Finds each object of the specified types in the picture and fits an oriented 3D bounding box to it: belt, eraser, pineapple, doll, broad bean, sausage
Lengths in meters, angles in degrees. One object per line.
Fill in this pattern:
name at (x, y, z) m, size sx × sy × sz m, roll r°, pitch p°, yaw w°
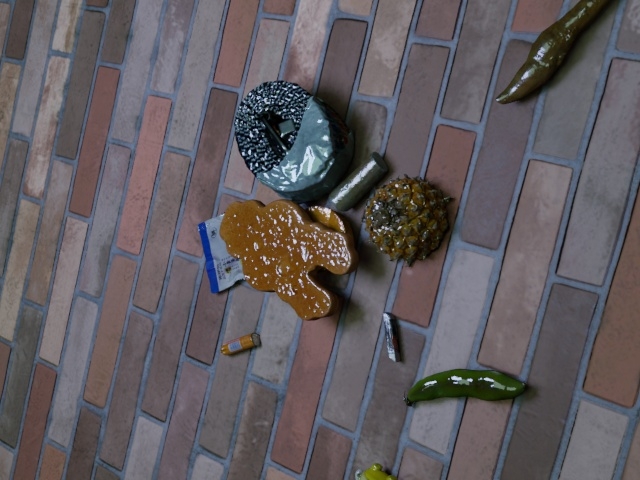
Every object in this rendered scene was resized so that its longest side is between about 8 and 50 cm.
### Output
belt at (-0.053, -0.202, 1.801) m, size 0.207 × 0.150 × 0.257 m, roll -42°, pitch 66°, yaw 14°
eraser at (0.141, 0.188, 1.715) m, size 0.019 × 0.027 × 0.099 m, roll -11°, pitch 80°, yaw 32°
pineapple at (0.144, -0.044, 1.660) m, size 0.161 × 0.137 × 0.176 m, roll 48°, pitch 114°, yaw 27°
doll at (0.092, 0.516, 1.707) m, size 0.106 × 0.062 × 0.162 m, roll 35°, pitch 106°, yaw 35°
broad bean at (0.261, 0.268, 1.616) m, size 0.254 × 0.046 × 0.065 m, roll -12°, pitch 87°, yaw 35°
sausage at (-0.182, 0.230, 1.931) m, size 0.107 × 0.031 × 0.031 m, roll -21°, pitch 76°, yaw 32°

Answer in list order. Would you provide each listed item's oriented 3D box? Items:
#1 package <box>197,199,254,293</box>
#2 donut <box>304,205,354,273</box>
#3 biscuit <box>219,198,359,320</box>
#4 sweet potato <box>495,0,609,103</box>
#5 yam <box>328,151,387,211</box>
package at (-0.195, 0.016, 1.955) m, size 0.173 × 0.027 × 0.171 m, roll -22°, pitch 75°, yaw 28°
donut at (0.000, 0.000, 1.804) m, size 0.152 × 0.058 × 0.152 m, roll -2°, pitch 86°, yaw 33°
biscuit at (-0.072, 0.022, 1.787) m, size 0.334 × 0.047 × 0.202 m, roll 29°, pitch 105°, yaw 30°
sweet potato at (0.412, -0.342, 1.542) m, size 0.274 × 0.067 × 0.067 m, roll -49°, pitch 63°, yaw 22°
yam at (0.077, -0.116, 1.762) m, size 0.132 × 0.054 × 0.054 m, roll -45°, pitch 64°, yaw 22°
